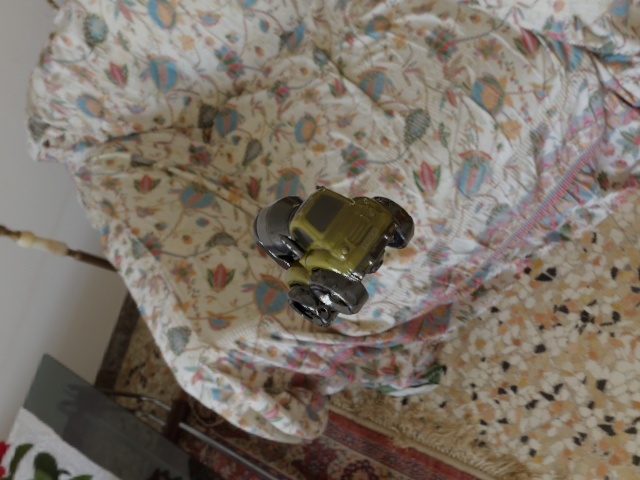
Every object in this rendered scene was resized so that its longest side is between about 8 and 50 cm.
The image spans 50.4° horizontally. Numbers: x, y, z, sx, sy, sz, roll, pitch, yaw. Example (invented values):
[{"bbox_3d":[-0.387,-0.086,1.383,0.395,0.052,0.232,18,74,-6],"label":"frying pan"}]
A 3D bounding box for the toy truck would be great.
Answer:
[{"bbox_3d":[0.000,0.000,0.853,0.147,0.165,0.224,-53,5,-18],"label":"toy truck"}]
